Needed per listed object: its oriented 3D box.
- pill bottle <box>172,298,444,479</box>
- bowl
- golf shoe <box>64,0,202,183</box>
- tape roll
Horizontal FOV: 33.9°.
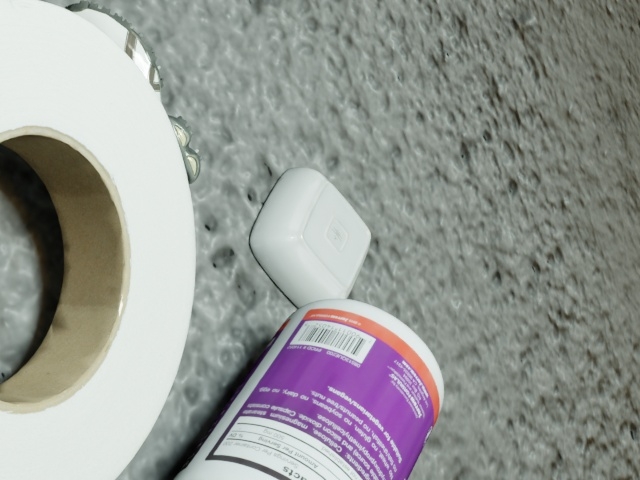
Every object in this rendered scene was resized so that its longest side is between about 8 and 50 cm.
[{"bbox_3d":[-0.021,0.212,0.951,0.181,0.181,0.323,56,43,-20],"label":"pill bottle"},{"bbox_3d":[0.000,0.000,1.149,0.142,0.053,0.142,51,45,-27],"label":"bowl"},{"bbox_3d":[-0.185,-0.121,0.955,0.198,0.077,0.094,59,42,-16],"label":"golf shoe"},{"bbox_3d":[-0.230,0.018,0.771,0.392,0.072,0.392,-4,94,-61],"label":"tape roll"}]
